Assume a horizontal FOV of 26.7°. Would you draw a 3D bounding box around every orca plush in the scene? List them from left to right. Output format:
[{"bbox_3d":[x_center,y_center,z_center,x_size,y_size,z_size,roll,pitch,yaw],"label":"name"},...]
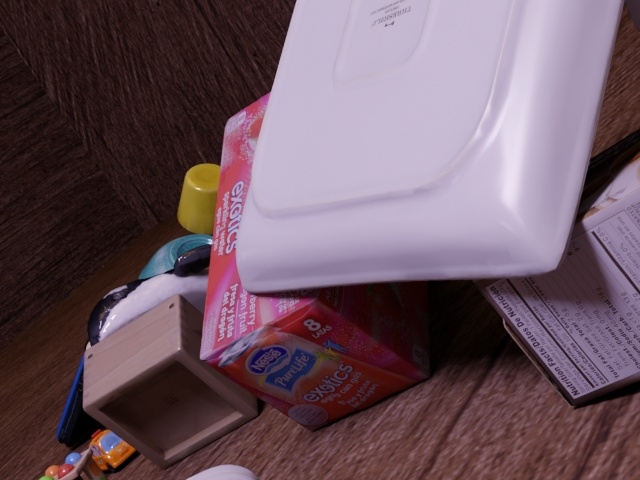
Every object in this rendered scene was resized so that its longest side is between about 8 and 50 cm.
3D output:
[{"bbox_3d":[-0.102,0.035,1.309,0.287,0.151,0.102,-28,42,-17],"label":"orca plush"}]

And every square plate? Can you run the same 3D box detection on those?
[{"bbox_3d":[0.060,-0.139,0.853,0.347,0.049,0.344,-7,66,58],"label":"square plate"}]

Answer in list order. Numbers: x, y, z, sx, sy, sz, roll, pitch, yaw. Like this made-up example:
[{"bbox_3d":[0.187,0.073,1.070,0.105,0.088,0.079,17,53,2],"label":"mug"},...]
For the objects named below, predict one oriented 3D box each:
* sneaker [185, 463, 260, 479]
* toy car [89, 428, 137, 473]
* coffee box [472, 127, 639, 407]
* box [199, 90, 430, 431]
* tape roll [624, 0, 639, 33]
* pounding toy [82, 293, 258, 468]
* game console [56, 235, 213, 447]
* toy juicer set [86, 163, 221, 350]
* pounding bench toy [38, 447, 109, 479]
[{"bbox_3d":[-0.120,0.221,0.846,0.212,0.080,0.094,-34,20,-6],"label":"sneaker"},{"bbox_3d":[-0.182,0.185,1.348,0.122,0.040,0.060,-38,9,-18],"label":"toy car"},{"bbox_3d":[0.214,-0.020,0.708,0.141,0.098,0.246,-41,3,-37],"label":"coffee box"},{"bbox_3d":[0.000,0.000,1.055,0.123,0.128,0.256,-30,39,32],"label":"box"},{"bbox_3d":[0.299,-0.195,0.827,0.286,0.286,0.100,-41,11,-37],"label":"tape roll"},{"bbox_3d":[-0.133,0.130,1.213,0.130,0.141,0.100,-31,38,18],"label":"pounding toy"},{"bbox_3d":[-0.143,0.123,1.586,0.293,0.173,0.250,-46,-17,-54],"label":"game console"},{"bbox_3d":[-0.096,0.055,1.450,0.329,0.209,0.089,-68,-12,-49],"label":"toy juicer set"},{"bbox_3d":[-0.225,0.231,1.178,0.083,0.065,0.052,-33,9,14],"label":"pounding bench toy"}]
